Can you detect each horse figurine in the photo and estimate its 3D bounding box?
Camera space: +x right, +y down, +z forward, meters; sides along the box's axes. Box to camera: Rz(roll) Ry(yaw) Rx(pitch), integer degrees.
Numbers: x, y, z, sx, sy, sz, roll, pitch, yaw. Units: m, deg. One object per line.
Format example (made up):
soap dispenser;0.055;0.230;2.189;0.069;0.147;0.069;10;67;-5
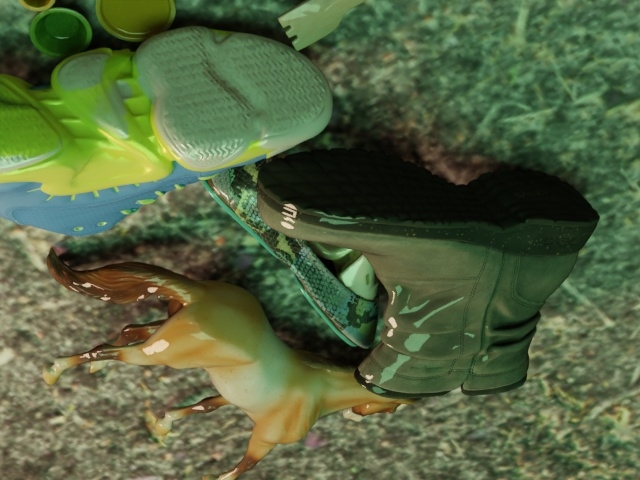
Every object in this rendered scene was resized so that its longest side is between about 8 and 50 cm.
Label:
horse figurine;-0.072;0.086;1.306;0.174;0.066;0.263;-26;131;26

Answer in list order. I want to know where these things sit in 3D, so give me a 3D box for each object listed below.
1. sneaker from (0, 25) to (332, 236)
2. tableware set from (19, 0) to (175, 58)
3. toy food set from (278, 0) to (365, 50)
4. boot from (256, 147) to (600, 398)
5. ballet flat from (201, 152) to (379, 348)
sneaker;-0.113;-0.063;1.171;0.240;0.091;0.126;-4;157;-4
tableware set;-0.105;-0.156;1.113;0.154;0.024;0.104;-11;132;7
toy food set;-0.004;-0.195;1.056;0.132;0.038;0.192;-30;128;6
boot;0.055;0.035;1.205;0.246;0.083;0.161;6;121;-29
ballet flat;0.000;0.000;1.233;0.070;0.070;0.188;-27;129;21
